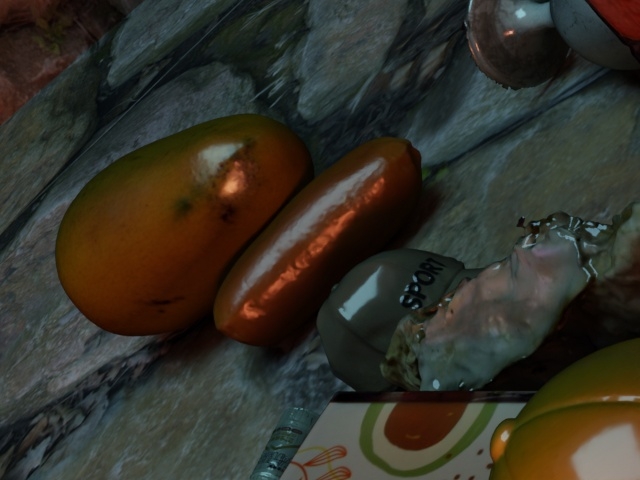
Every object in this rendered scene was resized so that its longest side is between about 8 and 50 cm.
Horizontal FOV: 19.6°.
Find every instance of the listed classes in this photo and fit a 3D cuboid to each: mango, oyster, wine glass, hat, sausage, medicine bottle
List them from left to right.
[{"bbox_3d":[-0.124,-0.023,1.771,0.211,0.173,0.317,-27,-4,-46],"label":"mango"},{"bbox_3d":[-0.025,0.175,1.441,0.047,0.047,0.083,-20,33,47],"label":"medicine bottle"},{"bbox_3d":[0.000,0.000,1.650,0.238,0.098,0.098,-46,22,5],"label":"sausage"},{"bbox_3d":[0.086,0.038,1.433,0.175,0.085,0.147,-20,32,49],"label":"hat"},{"bbox_3d":[0.150,0.061,1.219,0.341,0.166,0.110,-27,63,39],"label":"oyster"},{"bbox_3d":[0.231,-0.197,1.540,0.126,0.126,0.241,-54,22,-20],"label":"wine glass"}]

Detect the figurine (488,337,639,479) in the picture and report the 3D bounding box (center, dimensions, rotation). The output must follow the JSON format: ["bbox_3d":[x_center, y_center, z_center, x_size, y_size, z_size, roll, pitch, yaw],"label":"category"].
[{"bbox_3d":[0.181,0.158,0.824,0.167,0.257,0.192,-33,19,23],"label":"figurine"}]

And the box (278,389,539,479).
[{"bbox_3d":[0.044,0.267,1.052,0.344,0.122,0.385,-8,43,57],"label":"box"}]

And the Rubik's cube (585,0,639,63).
[{"bbox_3d":[0.384,-0.169,0.922,0.337,0.344,0.344,-51,24,-15],"label":"Rubik's cube"}]
